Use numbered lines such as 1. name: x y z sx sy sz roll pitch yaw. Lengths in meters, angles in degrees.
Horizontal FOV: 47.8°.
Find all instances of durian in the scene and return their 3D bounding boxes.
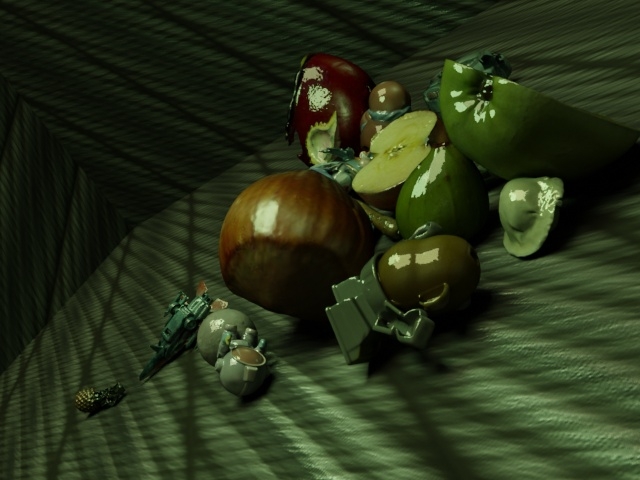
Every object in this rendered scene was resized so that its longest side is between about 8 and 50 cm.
1. durian: 0.029 -0.325 2.282 0.078 0.140 0.224 -16 -31 -36

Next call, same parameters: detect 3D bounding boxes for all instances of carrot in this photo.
1. carrot: 0.137 -0.063 1.845 0.049 0.049 0.254 -39 34 -7

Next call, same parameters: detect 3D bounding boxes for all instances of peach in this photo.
1. peach: 0.041 -0.438 2.478 0.353 0.416 0.339 -32 12 17

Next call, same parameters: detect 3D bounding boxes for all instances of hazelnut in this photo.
1. hazelnut: -0.047 0.007 1.605 0.372 0.372 0.315 -48 -8 -32

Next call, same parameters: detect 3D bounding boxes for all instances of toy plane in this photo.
1. toy plane: -0.407 0.265 2.035 0.326 0.104 0.223 -44 47 -12

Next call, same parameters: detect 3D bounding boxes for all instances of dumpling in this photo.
1. dumpling: 0.384 -0.039 1.344 0.111 0.181 0.155 8 66 16

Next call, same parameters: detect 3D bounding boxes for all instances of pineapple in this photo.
1. pineapple: -0.624 0.445 2.055 0.160 0.074 0.074 -18 24 26

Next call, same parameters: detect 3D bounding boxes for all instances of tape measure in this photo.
1. tape measure: 0.453 -0.484 2.247 0.275 0.147 0.256 -16 26 45

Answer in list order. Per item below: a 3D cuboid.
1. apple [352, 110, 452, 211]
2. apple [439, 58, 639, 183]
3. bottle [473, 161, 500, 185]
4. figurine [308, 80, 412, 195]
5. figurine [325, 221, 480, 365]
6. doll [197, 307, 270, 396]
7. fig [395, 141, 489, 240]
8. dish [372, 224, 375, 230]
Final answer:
1. apple: 0.235 -0.181 1.865 0.251 0.163 0.292 -9 45 44
2. apple: 0.400 -0.252 1.403 0.360 0.311 0.320 3 -22 -41
3. bottle: 0.414 -0.206 1.670 0.253 0.120 0.120 -28 20 20
4. figurine: 0.135 -0.263 2.168 0.388 0.248 0.276 -39 -6 -16
5. figurine: 0.159 0.088 1.320 0.285 0.167 0.342 -36 40 28
6. doll: -0.194 0.256 1.624 0.151 0.151 0.287 -38 24 -4
7. fig: 0.251 -0.096 1.531 0.203 0.225 0.203 -10 18 3
8. dish: 0.000 0.000 1.890 0.274 0.133 0.273 4 31 -2
